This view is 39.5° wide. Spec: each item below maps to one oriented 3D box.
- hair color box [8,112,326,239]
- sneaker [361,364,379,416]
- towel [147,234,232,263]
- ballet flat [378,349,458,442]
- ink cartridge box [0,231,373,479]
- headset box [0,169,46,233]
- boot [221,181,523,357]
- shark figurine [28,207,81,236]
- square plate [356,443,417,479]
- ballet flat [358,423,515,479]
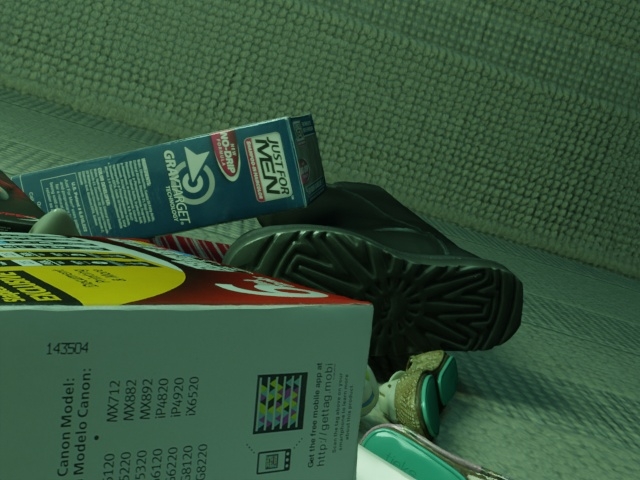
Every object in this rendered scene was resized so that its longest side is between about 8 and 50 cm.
[{"bbox_3d":[-0.179,-0.063,1.052,0.347,0.105,0.174,-11,8,10],"label":"hair color box"},{"bbox_3d":[-0.042,0.137,0.794,0.240,0.091,0.126,33,45,-31],"label":"sneaker"},{"bbox_3d":[-0.111,0.048,1.216,0.275,0.031,0.199,11,15,-25],"label":"towel"},{"bbox_3d":[0.097,0.163,0.926,0.067,0.073,0.206,-7,1,17],"label":"ballet flat"},{"bbox_3d":[-0.171,0.072,0.529,0.272,0.130,0.309,2,5,-35],"label":"ink cartridge box"},{"bbox_3d":[-0.412,-0.023,0.865,0.218,0.110,0.293,9,14,-37],"label":"headset box"},{"bbox_3d":[0.002,0.001,1.170,0.367,0.146,0.445,11,16,-23],"label":"boot"},{"bbox_3d":[-0.182,0.090,0.799,0.278,0.166,0.116,32,21,-53],"label":"shark figurine"},{"bbox_3d":[0.020,0.222,0.496,0.347,0.049,0.344,26,13,37],"label":"square plate"},{"bbox_3d":[0.123,0.213,0.684,0.221,0.077,0.079,26,-10,37],"label":"ballet flat"}]
